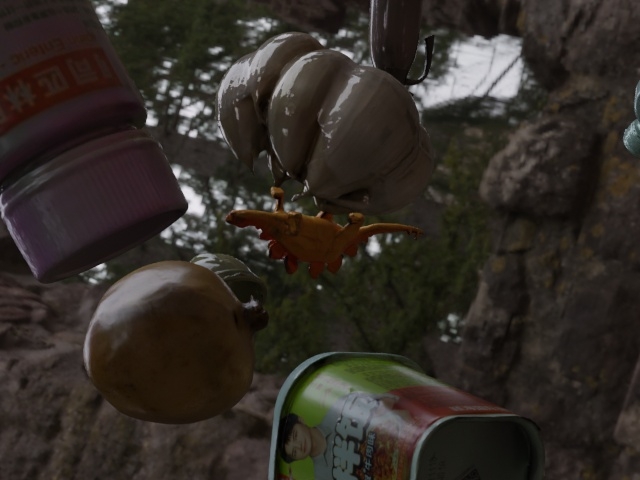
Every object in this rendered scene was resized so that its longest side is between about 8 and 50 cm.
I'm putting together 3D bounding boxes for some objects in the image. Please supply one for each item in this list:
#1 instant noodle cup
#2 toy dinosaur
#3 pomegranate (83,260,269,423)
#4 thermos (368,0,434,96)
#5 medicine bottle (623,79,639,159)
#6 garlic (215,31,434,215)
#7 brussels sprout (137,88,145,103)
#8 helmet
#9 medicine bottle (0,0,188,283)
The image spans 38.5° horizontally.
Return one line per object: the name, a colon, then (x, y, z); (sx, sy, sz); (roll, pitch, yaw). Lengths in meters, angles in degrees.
instant noodle cup: (0.116, 0.296, 1.200); (0.294, 0.308, 0.293); (-1, -87, -29)
toy dinosaur: (0.000, 0.000, 1.251); (0.288, 0.070, 0.117); (8, -55, -28)
pomegranate: (-0.251, 0.173, 1.529); (0.307, 0.307, 0.307); (-38, -43, -47)
thermos: (0.161, -0.384, 1.828); (0.137, 0.105, 0.193); (2, -87, -19)
medicine bottle: (0.515, -0.209, 1.288); (0.229, 0.121, 0.083); (-62, 2, 45)
garlic: (0.010, -0.136, 1.117); (0.203, 0.281, 0.185); (-58, 10, -27)
brussels sprout: (-0.363, -0.201, 1.483); (0.155, 0.155, 0.117); (-66, -25, -11)
helmet: (-0.240, 0.109, 1.906); (0.257, 0.137, 0.204); (-43, -36, 23)
medicine bottle: (-0.328, -0.161, 1.066); (0.219, 0.219, 0.388); (-26, -92, -54)
